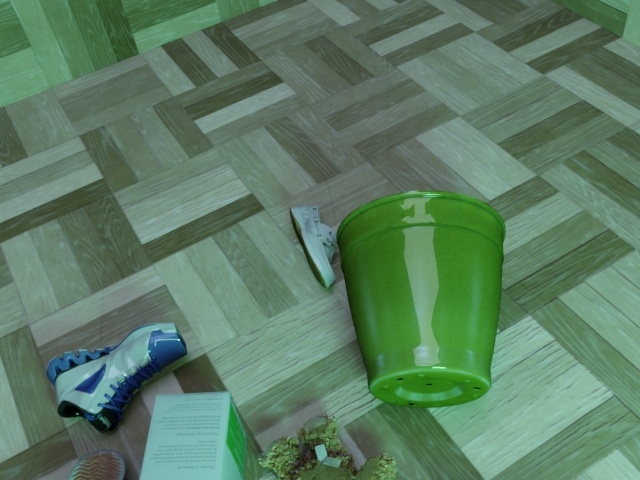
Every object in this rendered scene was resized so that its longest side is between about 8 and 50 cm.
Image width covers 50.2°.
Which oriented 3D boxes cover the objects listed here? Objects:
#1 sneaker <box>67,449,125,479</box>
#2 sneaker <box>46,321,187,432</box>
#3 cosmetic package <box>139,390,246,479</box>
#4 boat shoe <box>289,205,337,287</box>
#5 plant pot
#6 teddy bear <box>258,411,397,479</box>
[{"bbox_3d":[-0.428,0.529,1.285,0.108,0.120,0.302,3,25,-10],"label":"sneaker"},{"bbox_3d":[-0.433,0.312,1.479,0.316,0.127,0.182,-19,51,0],"label":"sneaker"},{"bbox_3d":[-0.236,0.482,1.234,0.155,0.196,0.365,-4,49,3],"label":"cosmetic package"},{"bbox_3d":[0.000,0.000,1.708,0.096,0.098,0.277,-17,46,-6],"label":"boat shoe"},{"bbox_3d":[0.212,0.144,1.409,0.367,0.366,0.352,-2,59,7],"label":"plant pot"},{"bbox_3d":[0.021,0.471,1.284,0.338,0.113,0.245,26,49,37],"label":"teddy bear"}]
